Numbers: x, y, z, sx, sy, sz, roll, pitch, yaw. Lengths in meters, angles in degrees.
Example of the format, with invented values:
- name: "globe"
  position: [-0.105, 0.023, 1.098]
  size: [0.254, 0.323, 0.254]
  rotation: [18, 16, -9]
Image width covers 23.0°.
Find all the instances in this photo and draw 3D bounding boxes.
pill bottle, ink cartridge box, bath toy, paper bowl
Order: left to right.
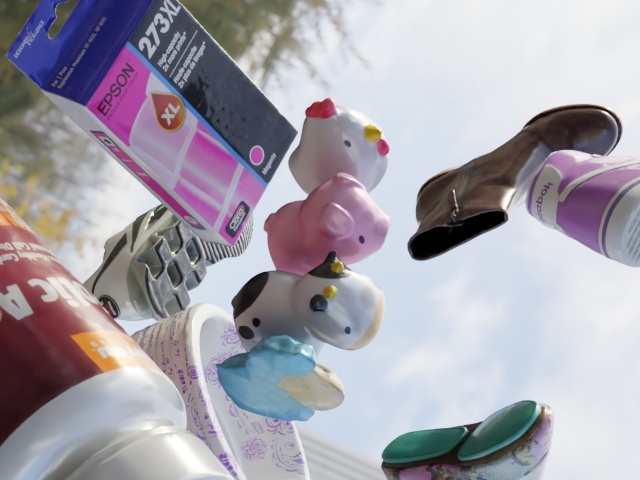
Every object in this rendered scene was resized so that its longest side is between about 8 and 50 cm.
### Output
- name: "pill bottle"
  position: [-0.260, 0.148, 1.390]
  size: [0.392, 0.224, 0.224]
  rotation: [43, -68, 29]
- name: "ink cartridge box"
  position: [-0.182, -0.165, 1.805]
  size: [0.069, 0.371, 0.176]
  rotation: [9, -117, 46]
- name: "paper bowl"
  position: [-0.133, 0.224, 1.744]
  size: [0.148, 0.284, 0.284]
  rotation: [-24, -153, 11]
- name: "bath toy"
  position: [0.000, 0.000, 1.527]
  size: [0.129, 0.151, 0.348]
  rotation: [76, 22, -49]

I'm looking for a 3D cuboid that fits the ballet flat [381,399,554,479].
- name: "ballet flat"
  position: [0.136, 0.187, 1.317]
  size: [0.077, 0.079, 0.221]
  rotation: [-45, -169, -35]

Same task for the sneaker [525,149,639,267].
- name: "sneaker"
  position: [0.314, -0.056, 1.517]
  size: [0.161, 0.282, 0.102]
  rotation: [23, -67, 44]

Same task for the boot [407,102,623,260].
- name: "boot"
  position: [0.218, -0.059, 1.744]
  size: [0.248, 0.090, 0.207]
  rotation: [-22, -163, 18]

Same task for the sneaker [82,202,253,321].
- name: "sneaker"
  position: [-0.200, 0.002, 2.011]
  size: [0.146, 0.122, 0.330]
  rotation: [-9, -161, 29]
